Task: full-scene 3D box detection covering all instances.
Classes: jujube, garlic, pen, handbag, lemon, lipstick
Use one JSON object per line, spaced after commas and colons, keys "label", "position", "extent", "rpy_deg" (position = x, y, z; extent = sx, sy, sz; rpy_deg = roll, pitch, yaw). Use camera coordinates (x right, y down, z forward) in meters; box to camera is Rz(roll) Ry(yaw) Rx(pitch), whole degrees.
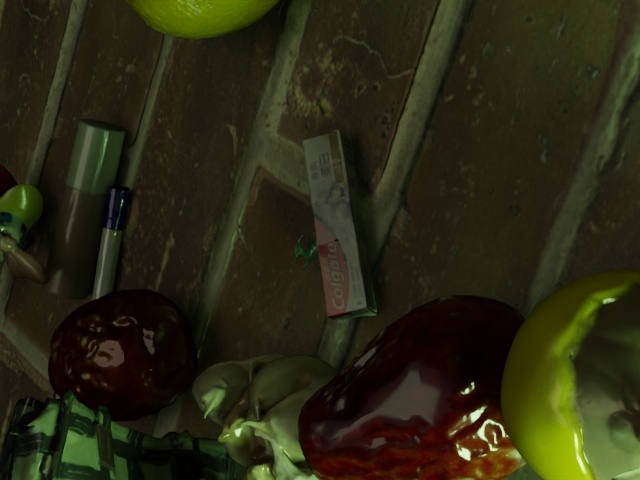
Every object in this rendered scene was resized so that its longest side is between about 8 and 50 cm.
{"label": "jujube", "position": [0.106, 0.164, 1.391], "extent": [0.255, 0.190, 0.190], "rpy_deg": [-23, 68, 19]}
{"label": "garlic", "position": [-0.024, 0.215, 1.555], "extent": [0.185, 0.203, 0.281], "rpy_deg": [-39, 50, 12]}
{"label": "pen", "position": [-0.308, 0.054, 2.004], "extent": [0.033, 0.033, 0.269], "rpy_deg": [18, 101, 48]}
{"label": "handbag", "position": [-0.249, 0.366, 1.642], "extent": [0.163, 0.325, 0.327], "rpy_deg": [-7, 67, 38]}
{"label": "jujube", "position": [-0.262, 0.155, 1.852], "extent": [0.250, 0.174, 0.174], "rpy_deg": [-28, 66, 55]}
{"label": "lemon", "position": [-0.133, -0.367, 1.697], "extent": [0.263, 0.236, 0.236], "rpy_deg": [116, 141, -60]}
{"label": "lipstick", "position": [-0.343, -0.045, 2.021], "extent": [0.070, 0.070, 0.254], "rpy_deg": [27, 107, 46]}

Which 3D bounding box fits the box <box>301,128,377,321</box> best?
{"label": "box", "position": [0.021, -0.017, 1.622], "extent": [0.055, 0.039, 0.218], "rpy_deg": [-12, 76, 19]}

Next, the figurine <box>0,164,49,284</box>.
{"label": "figurine", "position": [-0.515, -0.018, 2.103], "extent": [0.421, 0.154, 0.193], "rpy_deg": [-6, 45, 55]}

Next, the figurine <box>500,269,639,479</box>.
{"label": "figurine", "position": [0.322, 0.134, 1.192], "extent": [0.344, 0.215, 0.187], "rpy_deg": [7, 137, 38]}

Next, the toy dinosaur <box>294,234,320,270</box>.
{"label": "toy dinosaur", "position": [0.000, 0.000, 1.672], "extent": [0.062, 0.021, 0.083], "rpy_deg": [24, 91, 41]}

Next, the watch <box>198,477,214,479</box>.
{"label": "watch", "position": [-0.069, 0.353, 1.596], "extent": [0.068, 0.195, 0.237], "rpy_deg": [-53, 27, -3]}
